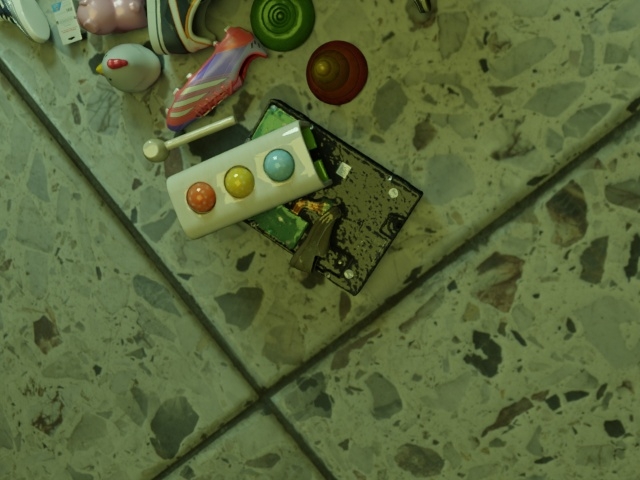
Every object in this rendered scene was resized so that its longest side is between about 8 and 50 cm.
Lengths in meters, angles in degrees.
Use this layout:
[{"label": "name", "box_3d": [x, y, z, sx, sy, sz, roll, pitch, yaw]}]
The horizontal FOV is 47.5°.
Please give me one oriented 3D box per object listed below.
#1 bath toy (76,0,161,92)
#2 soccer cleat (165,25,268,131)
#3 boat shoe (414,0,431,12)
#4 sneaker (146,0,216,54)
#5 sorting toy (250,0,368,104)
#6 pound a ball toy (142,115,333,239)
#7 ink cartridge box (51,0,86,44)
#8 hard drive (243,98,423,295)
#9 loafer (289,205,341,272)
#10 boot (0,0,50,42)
[{"label": "bath toy", "box_3d": [-0.413, -0.458, 1.403, 0.151, 0.129, 0.349, -11, 96, 15]}, {"label": "soccer cleat", "box_3d": [-0.205, -0.297, 1.402, 0.095, 0.083, 0.248, 40, 102, 1]}, {"label": "boat shoe", "box_3d": [0.151, -0.471, 1.304, 0.049, 0.056, 0.152, -26, 82, 21]}, {"label": "sneaker", "box_3d": [-0.262, -0.510, 1.349, 0.127, 0.126, 0.321, 2, 118, 12]}, {"label": "sorting toy", "box_3d": [-0.068, -0.398, 1.328, 0.127, 0.126, 0.365, -44, 87, 16]}, {"label": "pound a ball toy", "box_3d": [-0.167, -0.136, 1.320, 0.319, 0.136, 0.208, -20, 93, 15]}, {"label": "ink cartridge box", "box_3d": [-0.508, -0.442, 1.479, 0.048, 0.028, 0.083, -13, 94, 15]}, {"label": "hard drive", "box_3d": [-0.007, -0.084, 1.390, 0.338, 0.064, 0.237, 33, 104, 7]}, {"label": "loafer", "box_3d": [0.000, 0.000, 1.342, 0.050, 0.056, 0.148, 37, 115, 6]}, {"label": "boot", "box_3d": [-0.630, -0.469, 1.492, 0.086, 0.069, 0.190, -32, 82, 23]}]
